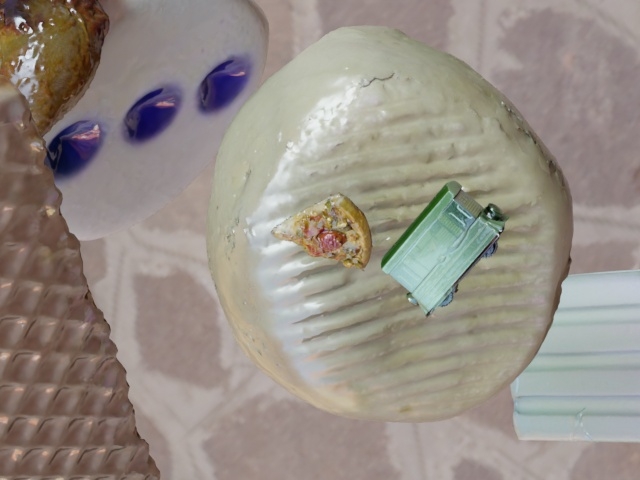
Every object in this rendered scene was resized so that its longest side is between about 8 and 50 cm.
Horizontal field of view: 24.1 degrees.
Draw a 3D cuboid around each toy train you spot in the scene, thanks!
[{"bbox_3d":[0.085,0.005,1.040,0.056,0.038,0.093,39,111,0],"label":"toy train"}]

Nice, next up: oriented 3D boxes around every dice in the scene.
[{"bbox_3d":[-0.260,-0.206,1.499,0.304,0.277,0.304,-50,59,5],"label":"dice"}]

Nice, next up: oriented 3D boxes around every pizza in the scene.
[{"bbox_3d":[0.000,0.000,1.137,0.078,0.025,0.083,-7,142,14],"label":"pizza"}]

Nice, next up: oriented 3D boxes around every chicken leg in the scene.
[{"bbox_3d":[-0.263,-0.165,1.275,0.177,0.083,0.322,-29,57,28],"label":"chicken leg"}]

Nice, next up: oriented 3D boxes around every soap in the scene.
[{"bbox_3d":[0.393,0.139,1.838,0.347,0.115,0.208,-6,90,45],"label":"soap"}]

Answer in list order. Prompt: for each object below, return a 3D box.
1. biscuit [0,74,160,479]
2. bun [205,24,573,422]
[{"bbox_3d":[-0.119,0.084,0.591,0.054,0.094,0.378,40,154,35],"label":"biscuit"},{"bbox_3d":[0.052,-0.006,1.359,0.362,0.326,0.234,56,167,-22],"label":"bun"}]
